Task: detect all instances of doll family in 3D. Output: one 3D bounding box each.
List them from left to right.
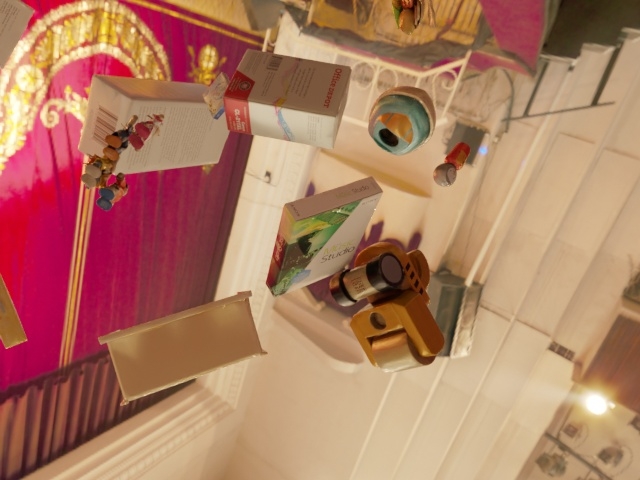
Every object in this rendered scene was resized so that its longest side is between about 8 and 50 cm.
[{"bbox_3d":[-0.470,-0.202,1.118,0.118,0.263,0.163,31,-168,-15],"label":"doll family"}]

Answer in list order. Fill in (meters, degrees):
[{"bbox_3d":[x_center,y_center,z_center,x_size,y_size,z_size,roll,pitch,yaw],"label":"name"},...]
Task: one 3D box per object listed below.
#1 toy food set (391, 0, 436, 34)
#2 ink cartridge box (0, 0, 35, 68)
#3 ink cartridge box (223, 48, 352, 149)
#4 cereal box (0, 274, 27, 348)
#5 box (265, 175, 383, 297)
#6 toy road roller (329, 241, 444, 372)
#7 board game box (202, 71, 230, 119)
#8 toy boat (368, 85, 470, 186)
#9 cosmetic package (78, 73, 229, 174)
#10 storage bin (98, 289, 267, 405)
[{"bbox_3d":[0.185,-0.511,1.041,0.038,0.132,0.192,-17,-157,-4],"label":"toy food set"},{"bbox_3d":[-0.821,-0.534,1.088,0.171,0.168,0.233,33,-176,26],"label":"ink cartridge box"},{"bbox_3d":[-0.048,-0.224,0.769,0.175,0.072,0.127,12,-126,5],"label":"ink cartridge box"},{"bbox_3d":[-0.720,0.144,1.090,0.047,0.173,0.240,-23,-172,-33],"label":"cereal box"},{"bbox_3d":[0.000,0.000,1.152,0.232,0.322,0.058,-21,-119,-26],"label":"box"},{"bbox_3d":[0.209,0.161,1.305,0.240,0.202,0.329,-25,-93,-44],"label":"toy road roller"},{"bbox_3d":[-0.269,-0.386,1.298,0.020,0.090,0.090,9,-132,-53],"label":"board game box"},{"bbox_3d":[0.274,-0.291,1.387,0.318,0.148,0.267,37,160,3],"label":"toy boat"},{"bbox_3d":[-0.476,-0.355,1.485,0.161,0.230,0.453,33,-155,17],"label":"cosmetic package"},{"bbox_3d":[-0.260,0.195,0.955,0.262,0.123,0.260,-17,178,-16],"label":"storage bin"}]
